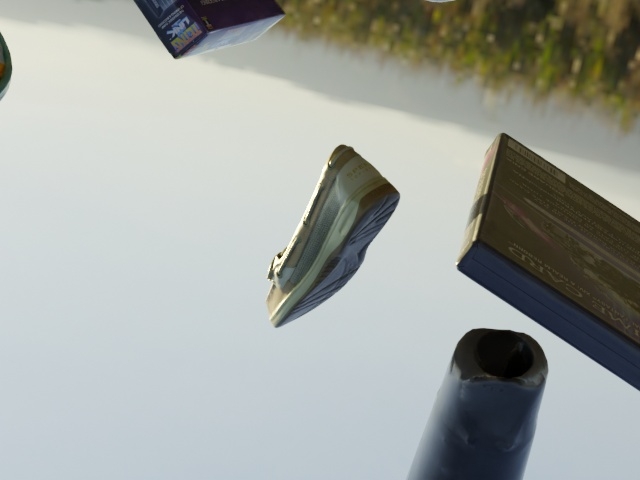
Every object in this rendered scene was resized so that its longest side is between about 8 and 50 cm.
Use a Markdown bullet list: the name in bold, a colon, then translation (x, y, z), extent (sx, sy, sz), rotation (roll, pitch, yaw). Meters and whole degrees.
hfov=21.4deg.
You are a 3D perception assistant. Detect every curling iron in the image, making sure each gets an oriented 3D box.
- **curling iron**: translation (0.006, 0.116, 0.395), extent (0.068, 0.274, 0.035), rotation (-13, -126, -29)

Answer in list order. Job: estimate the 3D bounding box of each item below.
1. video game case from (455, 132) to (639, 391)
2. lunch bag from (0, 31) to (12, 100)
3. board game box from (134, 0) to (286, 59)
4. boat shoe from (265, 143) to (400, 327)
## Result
- **video game case**: translation (0.177, 0.024, 1.026), extent (0.196, 0.026, 0.274), rotation (34, -161, -1)
- **lunch bag**: translation (-0.286, -0.099, 0.695), extent (0.279, 0.108, 0.224), rotation (42, -144, -5)
- **board game box**: translation (-0.119, -0.245, 1.565), extent (0.141, 0.048, 0.170), rotation (54, -154, 3)
- **boat shoe**: translation (-0.001, 0.000, 1.092), extent (0.056, 0.153, 0.048), rotation (-27, -110, -37)
